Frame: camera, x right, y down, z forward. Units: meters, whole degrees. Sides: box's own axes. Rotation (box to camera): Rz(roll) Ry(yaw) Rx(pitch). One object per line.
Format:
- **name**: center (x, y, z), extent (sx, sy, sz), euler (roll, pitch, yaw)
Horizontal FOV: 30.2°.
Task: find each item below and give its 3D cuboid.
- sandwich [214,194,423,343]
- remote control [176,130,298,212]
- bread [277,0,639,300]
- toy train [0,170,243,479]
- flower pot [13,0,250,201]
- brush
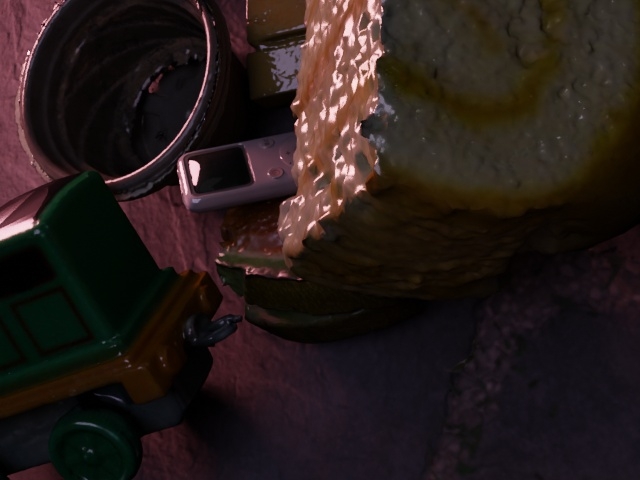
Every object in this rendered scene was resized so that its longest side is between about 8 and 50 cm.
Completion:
- **sandwich**: center (0.008, 0.001, 1.041), extent (0.185, 0.109, 0.160), euler (-4, 59, 29)
- **remote control**: center (0.008, -0.076, 1.008), extent (0.261, 0.029, 0.067), euler (-12, 46, -6)
- **bread**: center (0.126, -0.155, 0.902), extent (0.264, 0.239, 0.395), euler (9, 66, -9)
- **toy train**: center (-0.274, 0.098, 1.061), extent (0.429, 0.178, 0.249), euler (-19, 111, 23)
- **flower pot**: center (-0.159, -0.136, 1.126), extent (0.235, 0.140, 0.235), euler (-6, 77, 26)
- **brush**: center (0.046, -0.191, 1.083), extent (0.233, 0.047, 0.103), euler (-8, 77, 19)
